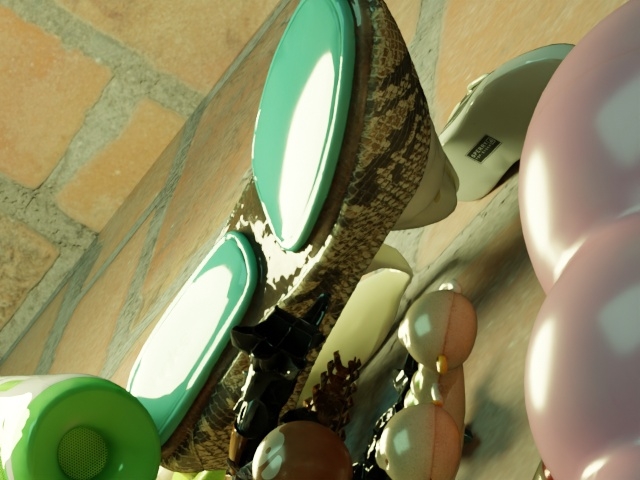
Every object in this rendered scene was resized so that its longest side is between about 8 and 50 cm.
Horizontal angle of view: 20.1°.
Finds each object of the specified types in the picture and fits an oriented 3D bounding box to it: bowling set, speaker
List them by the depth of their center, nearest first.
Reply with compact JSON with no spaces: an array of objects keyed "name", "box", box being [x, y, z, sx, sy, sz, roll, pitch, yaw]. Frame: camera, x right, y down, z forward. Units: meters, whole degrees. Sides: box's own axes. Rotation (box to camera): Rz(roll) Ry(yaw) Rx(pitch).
[{"name":"bowling set","box":[0.065,0.103,0.907,0.287,0.200,0.154,-83,-1,-55]},{"name":"speaker","box":[-0.235,0.174,1.497,0.131,0.131,0.296,-62,20,-17]}]

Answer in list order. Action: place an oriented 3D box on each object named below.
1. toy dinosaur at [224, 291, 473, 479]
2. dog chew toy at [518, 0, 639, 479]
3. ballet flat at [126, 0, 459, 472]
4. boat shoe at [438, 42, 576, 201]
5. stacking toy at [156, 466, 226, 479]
[{"name":"toy dinosaur","box":[-0.020,0.162,1.259,0.322,0.164,0.218,-105,33,-56]},{"name":"dog chew toy","box":[0.176,0.045,0.752,0.206,0.207,0.331,-40,30,49]},{"name":"ballet flat","box":[0.000,0.000,1.405,0.482,0.182,0.164,-64,34,35]},{"name":"boat shoe","box":[0.147,-0.106,1.396,0.219,0.078,0.070,-39,24,56]},{"name":"stacking toy","box":[-0.188,0.239,1.668,0.279,0.130,0.309,-63,16,-21]}]
